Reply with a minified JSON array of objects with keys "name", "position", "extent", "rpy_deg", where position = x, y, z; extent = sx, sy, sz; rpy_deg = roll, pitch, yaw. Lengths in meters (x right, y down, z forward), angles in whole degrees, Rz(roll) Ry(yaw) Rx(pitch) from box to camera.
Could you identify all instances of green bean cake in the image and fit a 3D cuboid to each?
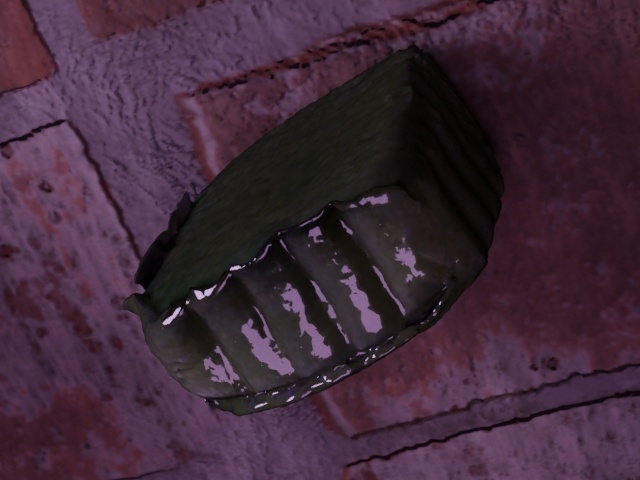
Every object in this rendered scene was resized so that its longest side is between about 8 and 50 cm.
[{"name":"green bean cake","position":[0.000,0.000,1.018],"extent":[0.223,0.227,0.125],"rpy_deg":[-28,107,25]}]
